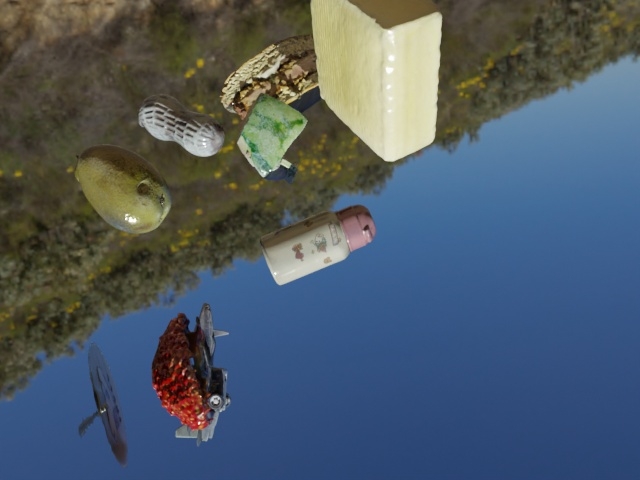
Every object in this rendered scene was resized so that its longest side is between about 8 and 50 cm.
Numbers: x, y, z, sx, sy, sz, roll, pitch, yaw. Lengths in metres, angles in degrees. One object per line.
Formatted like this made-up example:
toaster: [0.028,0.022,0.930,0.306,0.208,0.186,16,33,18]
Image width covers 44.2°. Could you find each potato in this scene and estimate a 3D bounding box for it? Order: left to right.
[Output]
potato: [-0.467,-0.128,1.837,0.251,0.159,0.174,38,-159,2]

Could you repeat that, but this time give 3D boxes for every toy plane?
toy plane: [-0.216,0.258,1.538,0.088,0.267,0.212,7,172,4]

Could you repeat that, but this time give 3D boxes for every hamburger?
hamburger: [-0.083,-0.352,1.798,0.282,0.155,0.245,-22,162,-50]

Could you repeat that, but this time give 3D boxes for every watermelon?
watermelon: [-0.094,-0.193,1.365,0.121,0.098,0.158,-48,-169,5]

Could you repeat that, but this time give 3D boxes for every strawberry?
strawberry: [-0.215,0.196,1.177,0.087,0.167,0.208,-11,180,-6]

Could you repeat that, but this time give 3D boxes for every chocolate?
chocolate: [-0.227,-0.187,1.269,0.167,0.072,0.072,27,-151,23]

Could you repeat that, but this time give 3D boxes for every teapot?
teapot: [-0.081,-0.154,1.676,0.064,0.064,0.083,18,166,-22]

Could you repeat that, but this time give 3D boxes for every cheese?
cheese: [0.089,-0.305,1.310,0.123,0.265,0.242,-24,-129,-14]

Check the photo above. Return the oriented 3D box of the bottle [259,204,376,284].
bottle: [0.000,0.000,1.610,0.233,0.110,0.110,-23,-166,0]

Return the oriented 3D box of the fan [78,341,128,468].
fan: [-0.299,0.234,1.086,0.009,0.191,0.329,-15,177,-7]
